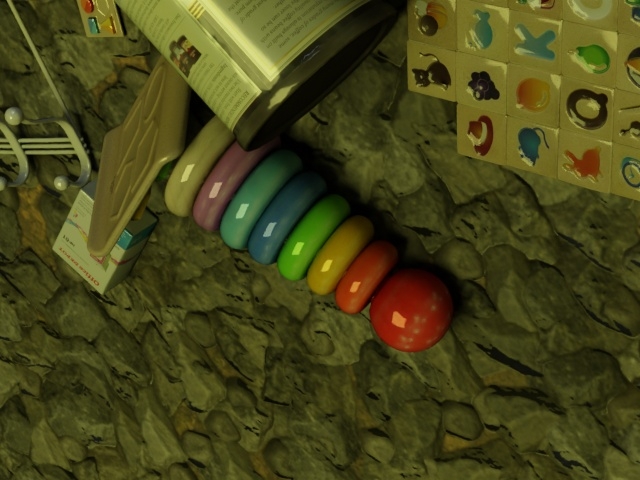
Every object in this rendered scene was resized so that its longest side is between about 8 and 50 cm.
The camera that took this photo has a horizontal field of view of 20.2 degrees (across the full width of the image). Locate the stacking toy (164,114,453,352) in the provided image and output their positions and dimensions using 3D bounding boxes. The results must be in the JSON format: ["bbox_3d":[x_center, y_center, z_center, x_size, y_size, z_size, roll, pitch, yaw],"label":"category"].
[{"bbox_3d":[0.000,0.000,1.914,0.330,0.141,0.141,36,134,9],"label":"stacking toy"}]

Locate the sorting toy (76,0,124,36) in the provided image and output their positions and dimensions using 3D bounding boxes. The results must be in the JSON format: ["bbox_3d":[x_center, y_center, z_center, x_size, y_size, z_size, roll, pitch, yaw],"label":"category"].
[{"bbox_3d":[-0.254,-0.267,2.022,0.062,0.012,0.083,6,121,37],"label":"sorting toy"}]

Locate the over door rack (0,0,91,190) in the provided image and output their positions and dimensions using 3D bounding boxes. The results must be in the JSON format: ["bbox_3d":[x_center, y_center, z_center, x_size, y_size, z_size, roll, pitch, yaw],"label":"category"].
[{"bbox_3d":[-0.424,-0.204,2.134,0.239,0.108,0.324,2,118,37],"label":"over door rack"}]

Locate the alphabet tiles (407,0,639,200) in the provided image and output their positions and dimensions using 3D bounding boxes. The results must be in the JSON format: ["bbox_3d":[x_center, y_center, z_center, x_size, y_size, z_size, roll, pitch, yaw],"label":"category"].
[{"bbox_3d":[0.228,-0.182,1.689,0.342,0.011,0.285,17,127,30],"label":"alphabet tiles"}]

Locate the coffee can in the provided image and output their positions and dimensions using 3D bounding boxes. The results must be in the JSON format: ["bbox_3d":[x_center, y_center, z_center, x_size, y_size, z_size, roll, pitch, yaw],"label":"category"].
[{"bbox_3d":[-0.088,-0.255,1.760,0.275,0.201,0.201,49,136,3],"label":"coffee can"}]

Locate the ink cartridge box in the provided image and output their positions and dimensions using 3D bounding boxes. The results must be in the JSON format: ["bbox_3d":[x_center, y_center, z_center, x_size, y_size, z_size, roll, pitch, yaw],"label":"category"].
[{"bbox_3d":[-0.261,-0.007,2.168,0.088,0.052,0.122,42,137,9],"label":"ink cartridge box"}]

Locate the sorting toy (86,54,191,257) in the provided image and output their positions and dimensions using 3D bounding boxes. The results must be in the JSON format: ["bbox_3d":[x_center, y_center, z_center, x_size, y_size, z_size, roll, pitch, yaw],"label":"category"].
[{"bbox_3d":[-0.189,-0.104,1.974,0.038,0.193,0.208,21,138,-21],"label":"sorting toy"}]
